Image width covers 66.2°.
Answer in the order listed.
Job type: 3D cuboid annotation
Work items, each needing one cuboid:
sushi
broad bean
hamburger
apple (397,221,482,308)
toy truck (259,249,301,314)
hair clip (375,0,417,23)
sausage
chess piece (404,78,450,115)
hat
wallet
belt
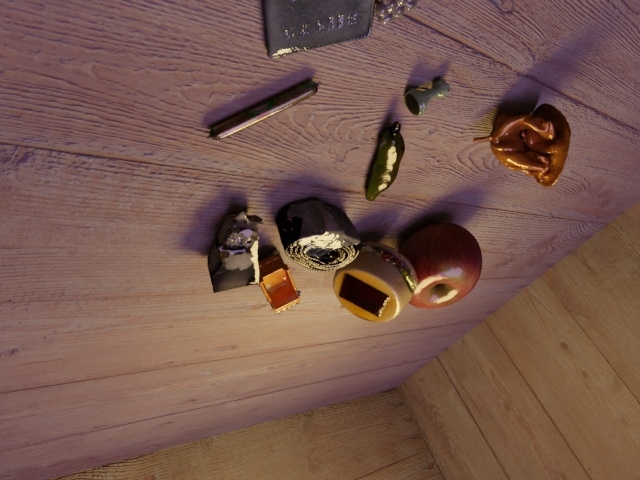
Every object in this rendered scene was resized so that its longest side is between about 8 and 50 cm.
[{"bbox_3d":[-0.237,0.003,1.325,0.134,0.109,0.273,-9,131,-23],"label":"sushi"},{"bbox_3d":[0.182,-0.210,1.353,0.077,0.061,0.339,-11,146,-14],"label":"broad bean"},{"bbox_3d":[0.188,0.143,1.702,0.170,0.301,0.302,-53,171,-41],"label":"hamburger"},{"bbox_3d":[0.428,0.082,1.831,0.344,0.270,0.345,-2,140,-2],"label":"apple"},{"bbox_3d":[-0.136,0.132,1.552,0.114,0.135,0.270,-25,150,-6],"label":"toy truck"},{"bbox_3d":[0.190,-0.506,0.896,0.220,0.054,0.140,-31,152,0],"label":"hair clip"},{"bbox_3d":[-0.119,-0.274,1.038,0.269,0.033,0.033,-26,150,-3],"label":"sausage"},{"bbox_3d":[0.264,-0.354,1.201,0.103,0.067,0.067,-30,151,-13],"label":"chess piece"},{"bbox_3d":[0.555,-0.281,1.436,0.233,0.233,0.245,0,103,-8],"label":"hat"},{"bbox_3d":[0.001,-0.427,0.894,0.222,0.036,0.167,-19,149,-14],"label":"wallet"},{"bbox_3d":[0.000,0.000,1.432,0.184,0.164,0.289,-35,147,24],"label":"belt"}]
